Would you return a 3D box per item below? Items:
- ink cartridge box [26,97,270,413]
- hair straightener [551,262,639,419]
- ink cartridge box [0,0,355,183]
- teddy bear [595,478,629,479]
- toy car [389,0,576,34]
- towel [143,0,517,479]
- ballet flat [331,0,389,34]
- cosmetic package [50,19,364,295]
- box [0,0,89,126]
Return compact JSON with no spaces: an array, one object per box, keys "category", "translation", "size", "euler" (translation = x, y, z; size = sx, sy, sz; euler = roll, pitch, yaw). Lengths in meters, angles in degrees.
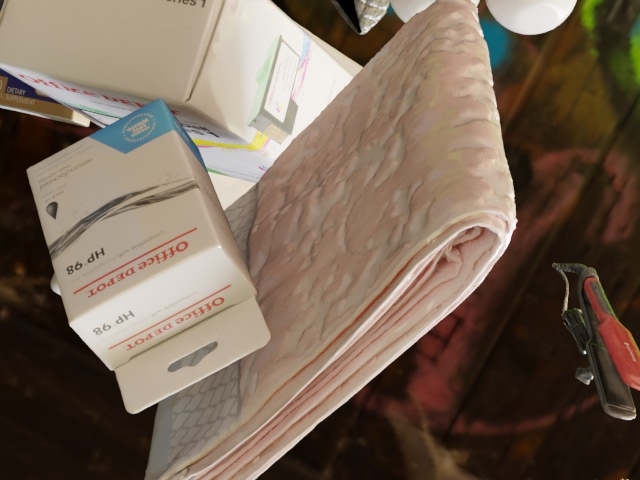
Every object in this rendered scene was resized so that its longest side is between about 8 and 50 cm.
[{"category":"ink cartridge box","translation":[-0.109,0.006,0.884],"size":[0.060,0.104,0.180],"euler":[59,-176,-48]},{"category":"hair straightener","translation":[0.280,0.106,1.497],"size":[0.047,0.089,0.230],"euler":[12,-147,-24]},{"category":"ink cartridge box","translation":[-0.111,-0.140,1.199],"size":[0.201,0.117,0.278],"euler":[14,172,26]},{"category":"teddy bear","translation":[0.149,0.284,0.984],"size":[0.113,0.338,0.245],"euler":[39,-116,-13]},{"category":"toy car","translation":[0.131,-0.259,1.145],"size":[0.182,0.136,0.159],"euler":[0,-124,-7]},{"category":"towel","translation":[0.000,0.000,0.965],"size":[0.053,0.317,0.332],"euler":[38,-155,-20]},{"category":"ballet flat","translation":[-0.004,-0.247,1.233],"size":[0.173,0.049,0.057],"euler":[38,155,-26]},{"category":"cosmetic package","translation":[-0.118,-0.062,2.008],"size":[0.327,0.329,0.394],"euler":[31,-121,-23]},{"category":"box","translation":[-0.271,-0.240,1.472],"size":[0.136,0.225,0.036],"euler":[14,177,29]}]
